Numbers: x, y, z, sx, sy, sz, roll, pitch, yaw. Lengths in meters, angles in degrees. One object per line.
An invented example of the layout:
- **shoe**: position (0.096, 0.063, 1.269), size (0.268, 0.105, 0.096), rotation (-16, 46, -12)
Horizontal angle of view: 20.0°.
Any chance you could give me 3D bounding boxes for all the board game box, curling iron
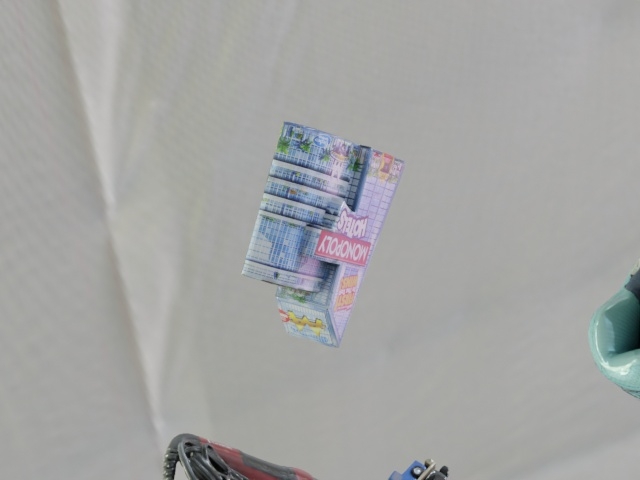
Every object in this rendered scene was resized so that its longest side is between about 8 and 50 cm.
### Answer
- **board game box**: position (0.000, 0.000, 1.706), size (0.194, 0.060, 0.194), rotation (13, -88, -68)
- **curling iron**: position (-0.015, 0.183, 1.217), size (0.035, 0.068, 0.274), rotation (-23, -29, 27)

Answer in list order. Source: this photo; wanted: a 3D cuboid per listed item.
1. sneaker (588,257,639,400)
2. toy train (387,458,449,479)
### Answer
- **sneaker**: position (0.230, -0.024, 0.824), size (0.122, 0.110, 0.283), rotation (16, -65, -41)
- **toy train**: position (0.028, 0.196, 1.178), size (0.158, 0.036, 0.027), rotation (-41, -30, -30)
